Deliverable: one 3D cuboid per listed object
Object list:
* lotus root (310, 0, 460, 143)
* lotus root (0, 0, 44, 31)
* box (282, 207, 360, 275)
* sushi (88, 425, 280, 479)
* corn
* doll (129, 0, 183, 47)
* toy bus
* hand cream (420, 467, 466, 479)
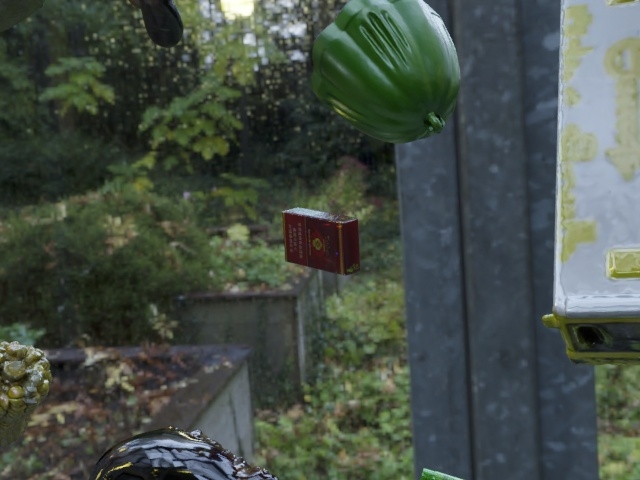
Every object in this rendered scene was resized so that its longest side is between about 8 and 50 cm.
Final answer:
[{"bbox_3d":[0.099,-0.180,1.027,0.186,0.186,0.186,-4,5,0],"label":"lotus root"},{"bbox_3d":[-0.355,-0.290,0.972,0.077,0.091,0.183,-3,-1,-41],"label":"lotus root"},{"bbox_3d":[0.000,0.000,0.814,0.082,0.052,0.023,11,21,43],"label":"box"},{"bbox_3d":[-0.111,0.279,0.770,0.215,0.212,0.227,-33,36,-15],"label":"sushi"},{"bbox_3d":[-0.412,0.208,1.127,0.101,0.101,0.292,-7,-20,-26],"label":"corn"},{"bbox_3d":[-0.203,-0.384,0.871,0.209,0.318,0.340,-8,33,-22],"label":"doll"},{"bbox_3d":[0.162,-0.051,0.439,0.081,0.226,0.074,-1,-26,24],"label":"toy bus"},{"bbox_3d":[0.201,0.349,1.217,0.121,0.023,0.036,17,50,8],"label":"hand cream"}]
